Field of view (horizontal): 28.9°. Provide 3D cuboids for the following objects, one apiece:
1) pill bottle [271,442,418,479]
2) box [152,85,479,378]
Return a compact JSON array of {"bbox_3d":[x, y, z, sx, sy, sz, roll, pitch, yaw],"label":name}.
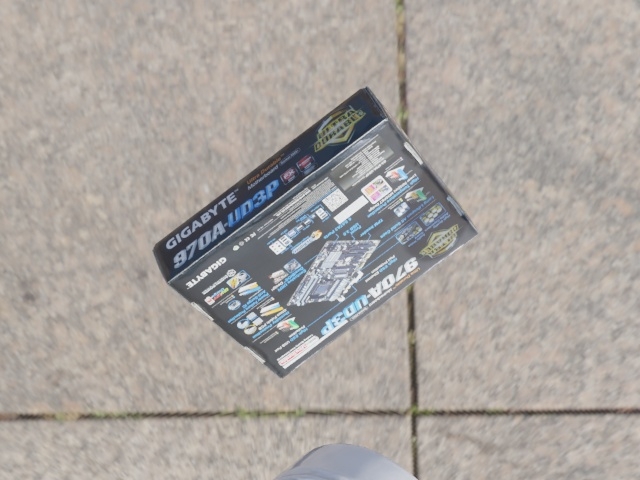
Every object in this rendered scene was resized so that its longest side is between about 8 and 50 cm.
[{"bbox_3d":[-0.040,0.168,0.468,0.124,0.124,0.221,43,42,12],"label":"pill bottle"},{"bbox_3d":[0.000,0.000,1.027,0.220,0.175,0.051,-37,45,8],"label":"box"}]
